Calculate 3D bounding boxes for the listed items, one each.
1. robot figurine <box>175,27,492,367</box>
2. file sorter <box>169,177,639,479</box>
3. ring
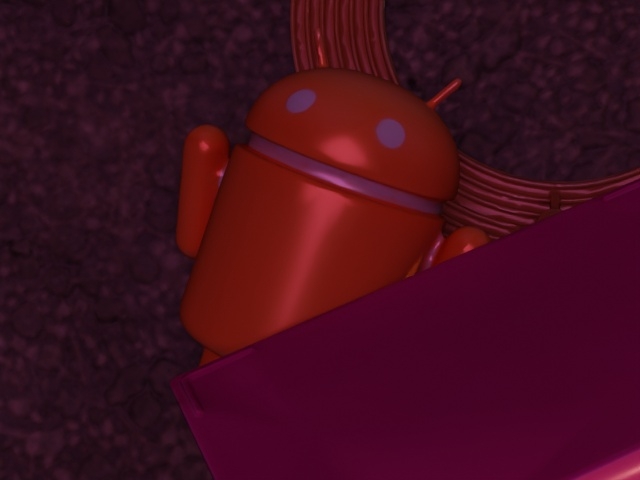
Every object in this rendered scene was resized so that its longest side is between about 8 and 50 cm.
[{"bbox_3d":[-0.002,-0.001,0.743,0.158,0.128,0.219,31,103,55],"label":"robot figurine"},{"bbox_3d":[0.111,0.124,0.638,0.290,0.202,0.182,-23,115,-10],"label":"file sorter"},{"bbox_3d":[0.146,-0.144,0.805,0.336,0.032,0.337,-1,82,8],"label":"ring"}]
